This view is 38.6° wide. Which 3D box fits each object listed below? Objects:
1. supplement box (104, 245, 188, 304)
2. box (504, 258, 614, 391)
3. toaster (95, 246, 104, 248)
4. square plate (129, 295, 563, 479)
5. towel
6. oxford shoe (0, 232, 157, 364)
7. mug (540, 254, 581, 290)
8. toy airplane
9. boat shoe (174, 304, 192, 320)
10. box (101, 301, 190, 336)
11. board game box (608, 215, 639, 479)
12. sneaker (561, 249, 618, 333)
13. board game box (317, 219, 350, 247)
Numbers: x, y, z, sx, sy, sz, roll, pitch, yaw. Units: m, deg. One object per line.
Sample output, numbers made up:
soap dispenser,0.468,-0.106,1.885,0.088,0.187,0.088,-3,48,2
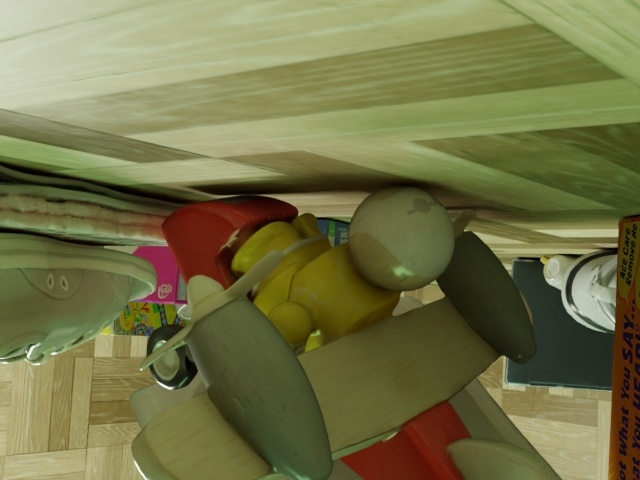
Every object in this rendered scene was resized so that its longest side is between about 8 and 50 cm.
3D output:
supplement box,-0.246,0.039,1.382,0.111,0.114,0.220,4,174,4
box,0.491,0.153,1.633,0.293,0.212,0.395,3,176,14
toaster,-0.442,0.043,1.480,0.226,0.129,0.146,4,174,17
square plate,0.032,0.202,0.878,0.347,0.049,0.344,-18,-135,-20
towel,-0.323,-0.029,0.926,0.316,0.054,0.331,0,175,32
oxford shoe,-0.297,0.063,0.964,0.169,0.130,0.449,0,178,8
mug,0.369,0.051,1.390,0.064,0.062,0.078,15,164,-29
toy airplane,0.047,0.090,0.759,0.384,0.273,0.386,17,-154,-12
boat shoe,-0.159,0.092,1.572,0.109,0.091,0.305,10,153,-40
box,-0.382,0.092,1.768,0.289,0.177,0.279,0,174,37
board game box,0.480,0.159,0.726,0.356,0.356,0.356,5,176,-12
sneaker,0.498,0.082,1.144,0.365,0.138,0.210,6,179,8
board game box,0.000,0.000,1.152,0.136,0.035,0.201,1,175,31
